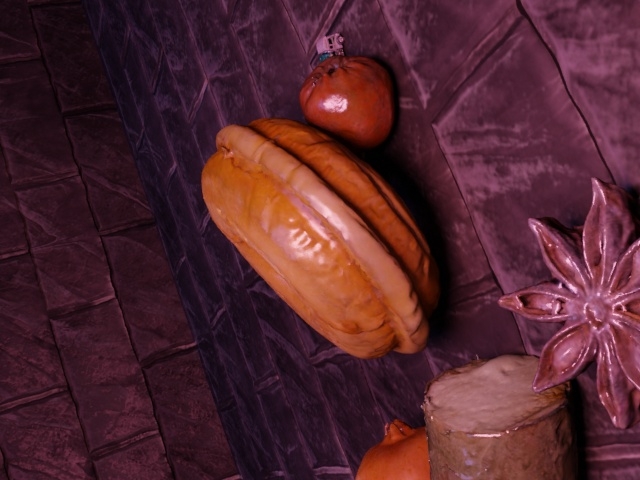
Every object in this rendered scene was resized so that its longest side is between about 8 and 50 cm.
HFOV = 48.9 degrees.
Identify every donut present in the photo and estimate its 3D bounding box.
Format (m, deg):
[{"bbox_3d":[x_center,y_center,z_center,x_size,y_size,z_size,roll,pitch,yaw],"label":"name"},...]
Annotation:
[{"bbox_3d":[0.000,0.000,1.065,0.449,0.198,0.449,46,168,13],"label":"donut"}]

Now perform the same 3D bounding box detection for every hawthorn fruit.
[{"bbox_3d":[0.051,-0.201,1.068,0.149,0.149,0.189,56,-171,34],"label":"hawthorn fruit"}]

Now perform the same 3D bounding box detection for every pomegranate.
[{"bbox_3d":[0.149,0.389,1.088,0.209,0.209,0.209,42,140,49],"label":"pomegranate"}]

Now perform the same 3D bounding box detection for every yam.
[{"bbox_3d":[0.233,0.313,0.897,0.195,0.195,0.299,17,118,61],"label":"yam"}]

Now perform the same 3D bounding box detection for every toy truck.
[{"bbox_3d":[0.020,-0.295,1.153,0.039,0.044,0.083,-3,102,62],"label":"toy truck"}]

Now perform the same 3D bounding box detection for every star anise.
[{"bbox_3d":[0.301,0.066,0.710,0.223,0.109,0.235,33,116,44],"label":"star anise"}]
